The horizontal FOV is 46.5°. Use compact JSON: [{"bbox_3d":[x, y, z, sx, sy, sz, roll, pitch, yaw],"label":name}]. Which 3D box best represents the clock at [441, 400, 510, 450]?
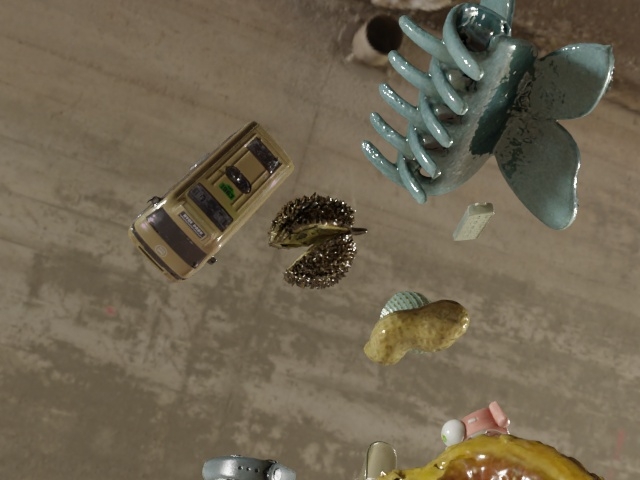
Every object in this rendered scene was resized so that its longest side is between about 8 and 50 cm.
[{"bbox_3d":[0.368,0.471,1.761,0.093,0.162,0.166,-117,5,-60],"label":"clock"}]

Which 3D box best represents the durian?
[{"bbox_3d":[0.000,0.000,1.435,0.196,0.196,0.167,18,177,-13],"label":"durian"}]

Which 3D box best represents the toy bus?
[{"bbox_3d":[-0.174,-0.069,1.238,0.139,0.289,0.157,49,136,-9],"label":"toy bus"}]

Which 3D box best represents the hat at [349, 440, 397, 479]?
[{"bbox_3d":[0.063,0.458,1.397,0.144,0.173,0.166,-5,-174,34],"label":"hat"}]

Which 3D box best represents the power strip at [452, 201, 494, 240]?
[{"bbox_3d":[0.365,-0.038,1.802,0.060,0.027,0.253,-5,163,-1],"label":"power strip"}]

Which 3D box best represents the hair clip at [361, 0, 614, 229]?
[{"bbox_3d":[0.232,-0.213,1.149,0.238,0.392,0.318,-17,146,-26],"label":"hair clip"}]

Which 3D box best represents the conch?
[{"bbox_3d":[0.267,0.239,2.085,0.199,0.172,0.131,-10,-161,-38],"label":"conch"}]

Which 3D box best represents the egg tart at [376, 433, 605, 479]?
[{"bbox_3d":[0.123,0.321,0.536,0.153,0.351,0.340,34,-158,-36],"label":"egg tart"}]

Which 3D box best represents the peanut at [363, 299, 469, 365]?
[{"bbox_3d":[0.189,0.184,1.497,0.229,0.103,0.098,-18,175,18],"label":"peanut"}]

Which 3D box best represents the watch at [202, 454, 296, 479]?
[{"bbox_3d":[-0.144,0.520,1.640,0.192,0.068,0.206,-5,152,31],"label":"watch"}]
